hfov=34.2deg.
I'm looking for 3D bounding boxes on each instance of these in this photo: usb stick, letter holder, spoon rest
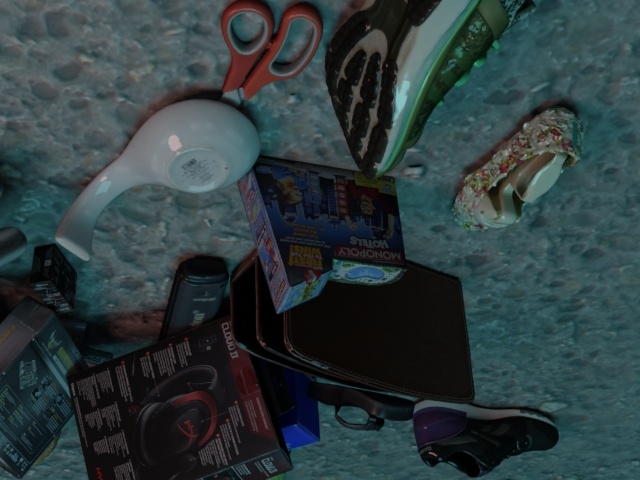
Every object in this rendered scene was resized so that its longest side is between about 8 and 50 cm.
[{"bbox_3d":[-0.191,0.119,1.513,0.077,0.045,0.278,5,142,-15],"label":"usb stick"},{"bbox_3d":[0.043,0.136,1.416,0.301,0.214,0.152,19,137,-28],"label":"letter holder"},{"bbox_3d":[-0.196,-0.079,1.230,0.276,0.084,0.137,-30,134,20],"label":"spoon rest"}]

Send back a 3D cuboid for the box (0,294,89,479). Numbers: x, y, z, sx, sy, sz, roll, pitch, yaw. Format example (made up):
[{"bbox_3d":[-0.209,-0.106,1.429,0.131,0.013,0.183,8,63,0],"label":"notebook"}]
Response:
[{"bbox_3d":[-0.414,0.208,1.447,0.056,0.183,0.231,27,155,20],"label":"box"}]

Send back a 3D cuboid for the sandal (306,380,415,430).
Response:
[{"bbox_3d":[0.055,0.234,1.435,0.097,0.055,0.254,14,171,-17],"label":"sandal"}]

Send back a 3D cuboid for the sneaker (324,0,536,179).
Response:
[{"bbox_3d":[0.134,-0.203,1.052,0.182,0.158,0.410,-8,152,-24],"label":"sneaker"}]

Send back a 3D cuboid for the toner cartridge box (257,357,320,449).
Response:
[{"bbox_3d":[-0.172,0.270,1.617,0.347,0.165,0.075,-20,140,21],"label":"toner cartridge box"}]

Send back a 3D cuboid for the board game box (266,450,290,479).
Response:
[{"bbox_3d":[-0.129,0.414,1.925,0.136,0.030,0.260,1,143,-9],"label":"board game box"}]

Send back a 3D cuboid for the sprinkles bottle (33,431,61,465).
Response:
[{"bbox_3d":[-0.504,0.217,1.555,0.121,0.121,0.355,-7,143,5],"label":"sprinkles bottle"}]

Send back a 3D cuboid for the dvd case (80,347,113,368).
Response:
[{"bbox_3d":[-0.388,0.202,1.634,0.087,0.013,0.119,17,137,-25],"label":"dvd case"}]

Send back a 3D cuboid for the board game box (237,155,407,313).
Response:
[{"bbox_3d":[0.000,0.000,1.249,0.194,0.194,0.060,9,141,-15],"label":"board game box"}]

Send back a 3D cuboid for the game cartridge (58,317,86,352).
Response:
[{"bbox_3d":[-0.383,0.149,1.550,0.056,0.017,0.083,9,131,-14],"label":"game cartridge"}]

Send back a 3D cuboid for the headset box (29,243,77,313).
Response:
[{"bbox_3d":[-0.357,0.055,1.400,0.032,0.062,0.083,-10,143,7],"label":"headset box"}]

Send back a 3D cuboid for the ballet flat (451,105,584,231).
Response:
[{"bbox_3d":[0.236,-0.068,1.276,0.091,0.077,0.241,12,141,-21],"label":"ballet flat"}]

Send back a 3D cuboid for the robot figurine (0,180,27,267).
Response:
[{"bbox_3d":[-0.531,0.029,1.230,0.353,0.200,0.300,-20,95,15],"label":"robot figurine"}]

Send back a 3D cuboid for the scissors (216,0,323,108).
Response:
[{"bbox_3d":[-0.090,-0.159,1.173,0.109,0.021,0.297,11,140,-18],"label":"scissors"}]

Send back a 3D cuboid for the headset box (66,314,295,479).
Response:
[{"bbox_3d":[-0.184,0.252,1.466,0.293,0.218,0.110,-21,151,-1],"label":"headset box"}]

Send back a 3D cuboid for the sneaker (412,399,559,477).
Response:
[{"bbox_3d":[0.289,0.362,1.810,0.283,0.124,0.107,10,141,-18],"label":"sneaker"}]
